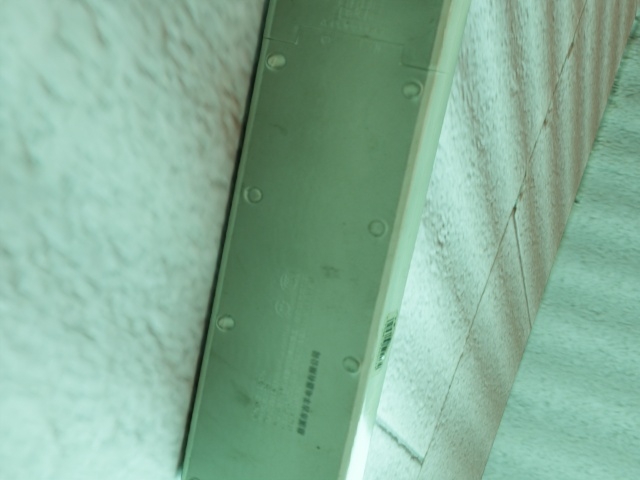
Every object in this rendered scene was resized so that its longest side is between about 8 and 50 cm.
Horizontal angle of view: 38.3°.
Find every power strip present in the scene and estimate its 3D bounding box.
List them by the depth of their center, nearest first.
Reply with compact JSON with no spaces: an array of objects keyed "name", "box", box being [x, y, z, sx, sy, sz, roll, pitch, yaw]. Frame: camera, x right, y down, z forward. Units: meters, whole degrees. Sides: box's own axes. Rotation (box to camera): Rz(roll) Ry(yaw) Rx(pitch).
[{"name":"power strip","box":[0.000,0.000,0.528,0.043,0.106,0.367,-19,123,-67]}]
